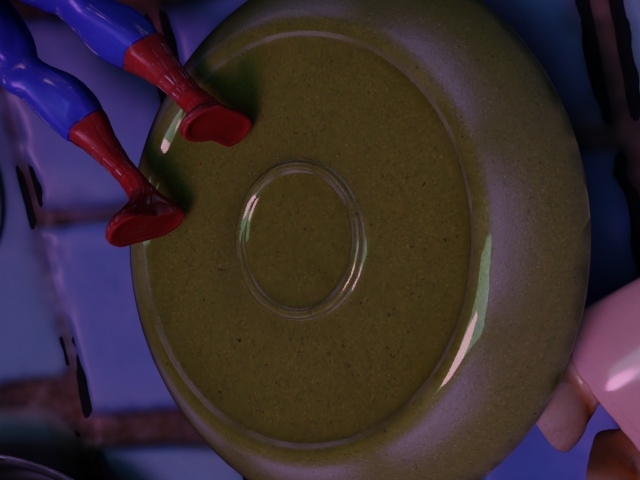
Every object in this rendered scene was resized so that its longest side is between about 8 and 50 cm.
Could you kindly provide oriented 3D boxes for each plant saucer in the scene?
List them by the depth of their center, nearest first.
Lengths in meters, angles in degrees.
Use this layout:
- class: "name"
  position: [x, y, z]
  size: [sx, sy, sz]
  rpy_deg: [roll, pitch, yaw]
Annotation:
- class: "plant saucer"
  position: [0.000, 0.000, 0.755]
  size: [0.241, 0.037, 0.241]
  rpy_deg: [0, 91, 37]

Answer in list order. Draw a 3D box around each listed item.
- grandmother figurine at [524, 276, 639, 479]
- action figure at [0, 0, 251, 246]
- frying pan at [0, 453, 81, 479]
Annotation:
- class: "grandmother figurine"
  position: [0.245, 0.000, 0.698]
  size: [0.342, 0.104, 0.208]
  rpy_deg: [-27, 116, 20]
- class: "action figure"
  position: [-0.168, -0.121, 0.753]
  size: [0.280, 0.139, 0.091]
  rpy_deg: [46, 111, 21]
- class: "frying pan"
  position: [-0.156, 0.255, 0.929]
  size: [0.197, 0.053, 0.326]
  rpy_deg: [11, 111, 16]
